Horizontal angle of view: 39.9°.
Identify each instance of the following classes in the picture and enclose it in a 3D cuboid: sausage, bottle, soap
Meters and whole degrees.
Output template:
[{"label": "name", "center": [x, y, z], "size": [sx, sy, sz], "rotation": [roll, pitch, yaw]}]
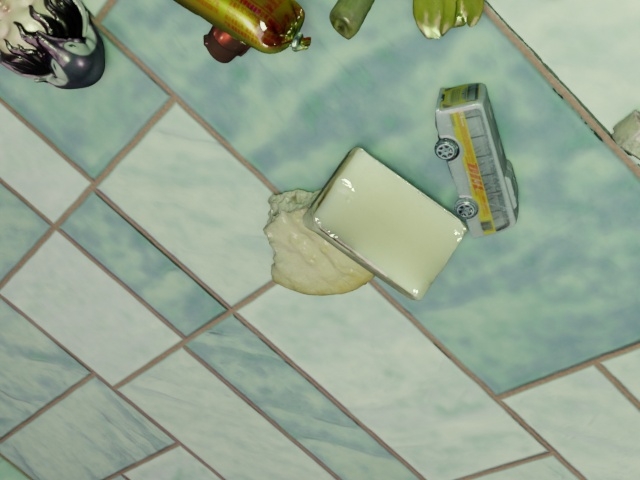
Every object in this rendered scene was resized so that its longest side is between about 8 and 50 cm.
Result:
[{"label": "sausage", "center": [-0.159, -0.308, 0.981], "size": [0.371, 0.082, 0.082], "rotation": [33, 138, 14]}, {"label": "bottle", "center": [-0.081, -0.270, 1.039], "size": [0.060, 0.060, 0.164], "rotation": [42, 136, -12]}, {"label": "soap", "center": [0.082, -0.020, 1.128], "size": [0.183, 0.121, 0.064], "rotation": [36, 175, -5]}]

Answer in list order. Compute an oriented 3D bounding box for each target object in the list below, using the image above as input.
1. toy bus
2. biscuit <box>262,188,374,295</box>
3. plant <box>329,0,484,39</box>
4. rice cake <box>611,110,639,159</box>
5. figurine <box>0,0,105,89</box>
[{"label": "toy bus", "center": [0.186, -0.094, 1.053], "size": [0.075, 0.064, 0.190], "rotation": [-11, 124, 22]}, {"label": "biscuit", "center": [0.000, 0.000, 1.257], "size": [0.188, 0.040, 0.265], "rotation": [35, 137, -8]}, {"label": "plant", "center": [0.086, -0.324, 0.806], "size": [0.306, 0.297, 0.261], "rotation": [-30, 81, 60]}, {"label": "rice cake", "center": [0.413, -0.074, 0.962], "size": [0.206, 0.036, 0.047], "rotation": [31, 125, 1]}, {"label": "figurine", "center": [-0.381, -0.280, 1.152], "size": [0.222, 0.145, 0.145], "rotation": [42, 137, 2]}]
